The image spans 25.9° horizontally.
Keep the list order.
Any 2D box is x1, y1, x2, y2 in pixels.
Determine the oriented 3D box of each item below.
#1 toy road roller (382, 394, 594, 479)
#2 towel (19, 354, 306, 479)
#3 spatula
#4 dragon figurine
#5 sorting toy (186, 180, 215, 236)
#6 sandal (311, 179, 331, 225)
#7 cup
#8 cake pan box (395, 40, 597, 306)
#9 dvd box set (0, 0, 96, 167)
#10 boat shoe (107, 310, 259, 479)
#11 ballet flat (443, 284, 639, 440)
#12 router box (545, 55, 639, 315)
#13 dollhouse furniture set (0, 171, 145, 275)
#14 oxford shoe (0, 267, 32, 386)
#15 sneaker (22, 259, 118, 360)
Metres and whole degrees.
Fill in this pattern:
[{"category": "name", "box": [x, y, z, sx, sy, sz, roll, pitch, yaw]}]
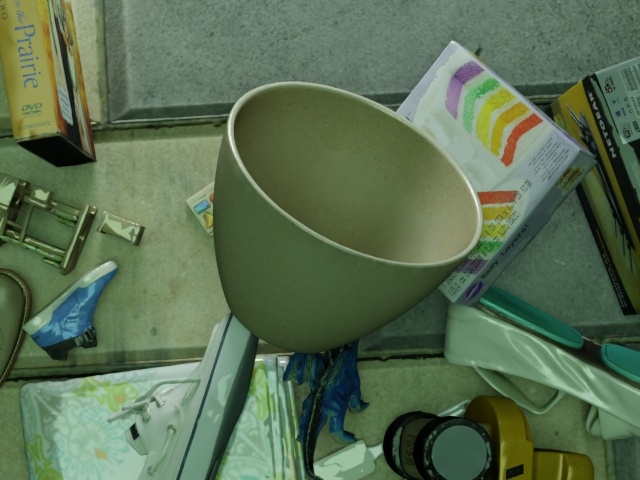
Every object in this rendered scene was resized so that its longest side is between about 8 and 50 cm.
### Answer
[{"category": "toy road roller", "box": [0.215, 0.364, 1.783, 0.240, 0.202, 0.330, 4, 84, -12]}, {"category": "towel", "box": [-0.201, 0.328, 1.863, 0.374, 0.090, 0.321, -7, 84, 1]}, {"category": "spatula", "box": [0.126, 0.329, 1.888, 0.242, 0.019, 0.168, -25, 86, -3]}, {"category": "dragon figurine", "box": [0.006, 0.186, 1.805, 0.085, 0.289, 0.144, 0, 117, 21]}, {"category": "sorting toy", "box": [-0.135, -0.053, 1.912, 0.083, 0.012, 0.062, -34, 87, 0]}, {"category": "sandal", "box": [-0.029, -0.033, 1.881, 0.102, 0.076, 0.265, 5, 101, 11]}, {"category": "cup", "box": [0.000, 0.000, 1.707, 0.331, 0.331, 0.237, 30, 124, 3]}, {"category": "cake pan box", "box": [0.181, -0.083, 1.805, 0.267, 0.070, 0.246, -51, 60, 15]}, {"category": "dvd box set", "box": [-0.368, -0.315, 1.786, 0.062, 0.307, 0.420, -10, 86, -2]}, {"category": "boat shoe", "box": [-0.198, 0.244, 1.770, 0.156, 0.136, 0.367, 20, 96, 7]}, {"category": "ballet flat", "box": [0.345, 0.185, 1.844, 0.400, 0.139, 0.139, 24, 88, 7]}, {"category": "router box", "box": [0.401, -0.061, 1.780, 0.081, 0.243, 0.309, -20, 86, -5]}, {"category": "dollhouse furniture set", "box": [-0.346, -0.007, 1.842, 0.182, 0.161, 0.101, 21, 88, 3]}, {"category": "oxford shoe", "box": [-0.507, 0.190, 1.853, 0.123, 0.130, 0.348, 33, 89, 3]}, {"category": "sneaker", "box": [-0.319, 0.100, 1.890, 0.152, 0.058, 0.084, -41, 99, -12]}]
